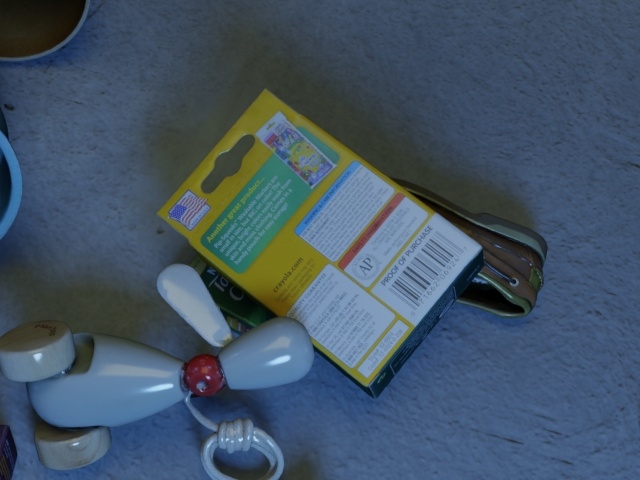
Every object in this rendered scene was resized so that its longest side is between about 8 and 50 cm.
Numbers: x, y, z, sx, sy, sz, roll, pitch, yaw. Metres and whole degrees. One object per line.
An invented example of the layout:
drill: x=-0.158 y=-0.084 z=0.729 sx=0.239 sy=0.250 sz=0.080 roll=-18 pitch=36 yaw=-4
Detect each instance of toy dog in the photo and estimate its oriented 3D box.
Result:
toy dog: x=-0.184 y=0.136 z=1.407 sx=0.333 sy=0.220 sz=0.161 roll=8 pitch=24 yaw=-8

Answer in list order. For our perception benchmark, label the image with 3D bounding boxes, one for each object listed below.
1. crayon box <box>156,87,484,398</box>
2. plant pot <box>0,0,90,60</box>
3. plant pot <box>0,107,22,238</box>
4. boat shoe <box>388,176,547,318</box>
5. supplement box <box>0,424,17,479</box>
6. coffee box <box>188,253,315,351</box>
crayon box: x=0.000 y=0.000 z=1.469 sx=0.323 sy=0.083 sz=0.203 roll=38 pitch=82 yaw=17
plant pot: x=-0.417 y=-0.411 z=1.733 sx=0.237 sy=0.237 sz=0.254 roll=2 pitch=42 yaw=-3
plant pot: x=-0.522 y=-0.182 z=1.510 sx=0.341 sy=0.341 sz=0.334 roll=-4 pitch=48 yaw=-7
boat shoe: x=0.121 y=0.009 z=1.542 sx=0.307 sy=0.111 sz=0.104 roll=14 pitch=55 yaw=5
supplement box: x=-0.391 y=0.285 z=1.332 sx=0.104 sy=0.081 sz=0.188 roll=7 pitch=56 yaw=1
coffee box: x=-0.071 y=0.063 z=1.531 sx=0.184 sy=0.040 sz=0.113 roll=28 pitch=59 yaw=14
